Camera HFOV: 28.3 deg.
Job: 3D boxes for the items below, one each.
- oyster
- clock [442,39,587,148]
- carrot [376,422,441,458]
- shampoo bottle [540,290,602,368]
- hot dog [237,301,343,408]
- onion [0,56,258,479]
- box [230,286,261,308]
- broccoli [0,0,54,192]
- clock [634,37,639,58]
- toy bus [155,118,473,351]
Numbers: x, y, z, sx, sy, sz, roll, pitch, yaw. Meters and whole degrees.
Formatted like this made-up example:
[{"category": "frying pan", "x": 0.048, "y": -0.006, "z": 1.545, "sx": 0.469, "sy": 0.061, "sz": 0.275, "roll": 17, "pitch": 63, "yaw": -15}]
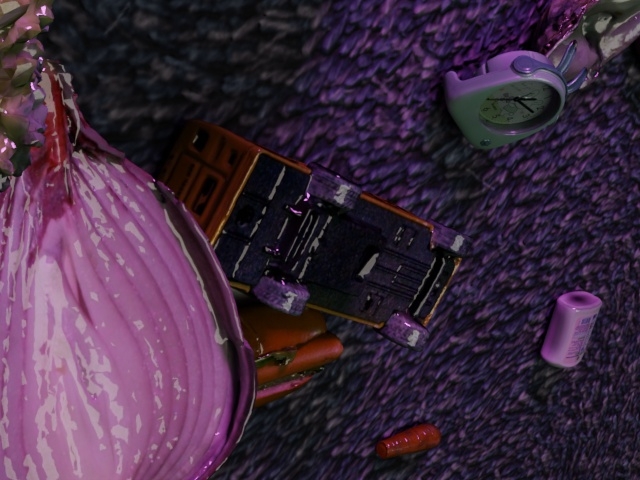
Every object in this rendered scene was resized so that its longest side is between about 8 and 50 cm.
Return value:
[{"category": "oyster", "x": 0.297, "y": -0.244, "z": 1.299, "sx": 0.199, "sy": 0.087, "sz": 0.252, "roll": 3, "pitch": 120, "yaw": -61}, {"category": "clock", "x": 0.192, "y": -0.143, "z": 1.225, "sx": 0.135, "sy": 0.041, "sz": 0.101, "roll": -19, "pitch": 144, "yaw": 16}, {"category": "carrot", "x": 0.103, "y": 0.230, "z": 1.454, "sx": 0.093, "sy": 0.032, "sz": 0.032, "roll": -6, "pitch": 119, "yaw": -42}, {"category": "shampoo bottle", "x": 0.316, "y": 0.118, "z": 1.611, "sx": 0.072, "sy": 0.043, "sz": 0.099, "roll": -10, "pitch": 123, "yaw": -45}, {"category": "hot dog", "x": -0.084, "y": 0.110, "z": 1.075, "sx": 0.249, "sy": 0.068, "sz": 0.100, "roll": -15, "pitch": 125, "yaw": -41}, {"category": "onion", "x": -0.199, "y": 0.042, "z": 0.876, "sx": 0.267, "sy": 0.159, "sz": 0.349, "roll": -13, "pitch": 100, "yaw": -40}, {"category": "box", "x": -0.121, "y": 0.111, "z": 1.111, "sx": 0.167, "sy": 0.024, "sz": 0.090, "roll": -59, "pitch": 143, "yaw": 0}, {"category": "broccoli", "x": -0.291, "y": -0.123, "z": 0.584, "sx": 0.353, "sy": 0.275, "sz": 0.397, "roll": -56, "pitch": 140, "yaw": -34}, {"category": "clock", "x": 0.449, "y": -0.296, "z": 1.468, "sx": 0.244, "sy": 0.056, "sz": 0.244, "roll": -29, "pitch": 135, "yaw": -34}, {"category": "toy bus", "x": 0.000, "y": 0.000, "z": 1.092, "sx": 0.335, "sy": 0.123, "sz": 0.121, "roll": 20, "pitch": 97, "yaw": -54}]
